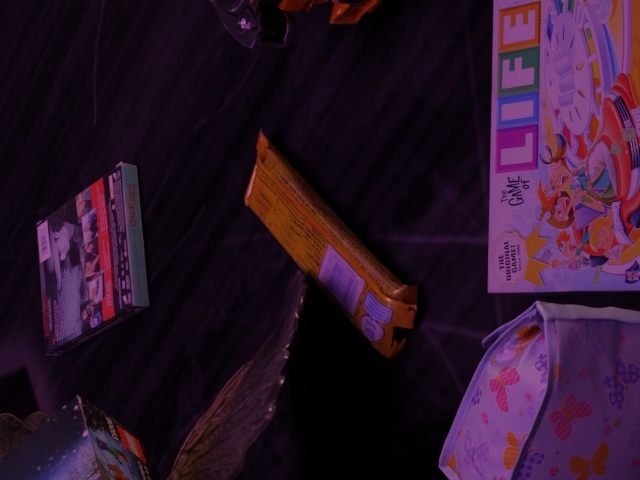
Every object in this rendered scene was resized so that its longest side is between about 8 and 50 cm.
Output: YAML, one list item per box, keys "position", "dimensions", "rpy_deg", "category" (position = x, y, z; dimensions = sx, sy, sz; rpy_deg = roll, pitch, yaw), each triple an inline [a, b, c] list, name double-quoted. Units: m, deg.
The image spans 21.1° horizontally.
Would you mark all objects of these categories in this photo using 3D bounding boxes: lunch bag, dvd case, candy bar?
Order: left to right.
- position: [-0.138, 0.013, 1.026]
  dimensions: [0.119, 0.013, 0.087]
  rpy_deg: [-28, 64, 51]
  category: "dvd case"
- position: [0.000, 0.000, 0.816]
  dimensions: [0.161, 0.018, 0.040]
  rpy_deg: [47, 128, 47]
  category: "candy bar"
- position: [0.092, 0.060, 0.626]
  dimensions: [0.053, 0.071, 0.083]
  rpy_deg: [53, 131, 50]
  category: "lunch bag"

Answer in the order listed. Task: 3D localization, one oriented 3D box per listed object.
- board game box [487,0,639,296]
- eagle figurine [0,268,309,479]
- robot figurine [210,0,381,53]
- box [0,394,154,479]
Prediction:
- position: [0.107, -0.056, 0.654]
  dimensions: [0.103, 0.026, 0.154]
  rpy_deg: [-5, 83, 56]
  category: "board game box"
- position: [-0.083, 0.181, 0.774]
  dimensions: [0.225, 0.226, 0.298]
  rpy_deg: [122, 135, -67]
  category: "eagle figurine"
- position: [0.000, -0.230, 0.781]
  dimensions: [0.211, 0.085, 0.291]
  rpy_deg: [-41, 53, 47]
  category: "robot figurine"
- position: [-0.152, 0.191, 0.681]
  dimensions: [0.233, 0.044, 0.159]
  rpy_deg: [-39, 39, 10]
  category: "box"
